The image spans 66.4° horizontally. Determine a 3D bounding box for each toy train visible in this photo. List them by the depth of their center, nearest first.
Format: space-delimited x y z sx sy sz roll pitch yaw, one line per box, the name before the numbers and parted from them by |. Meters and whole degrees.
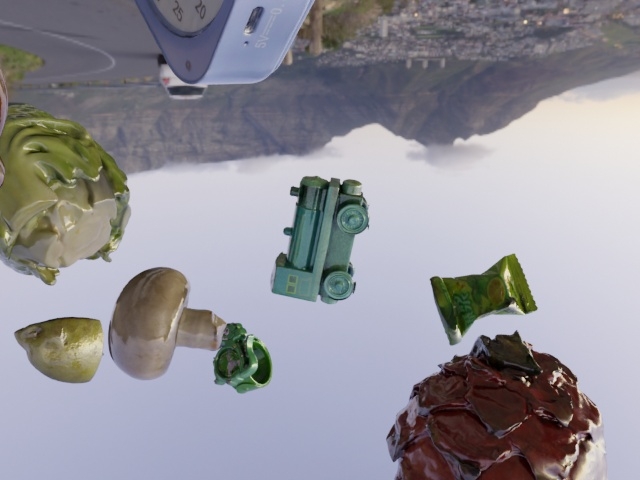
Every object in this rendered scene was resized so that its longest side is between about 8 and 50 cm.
toy train | 0.000 0.000 1.093 0.194 0.298 0.120 12 -160 1

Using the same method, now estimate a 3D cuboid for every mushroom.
mushroom | -0.266 0.149 0.867 0.204 0.204 0.204 0 -162 0

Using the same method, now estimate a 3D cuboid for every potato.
potato | -0.513 0.222 0.978 0.081 0.120 0.149 -29 157 31

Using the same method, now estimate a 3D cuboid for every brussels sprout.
brussels sprout | -0.656 -0.120 1.126 0.361 0.425 0.342 35 -113 7

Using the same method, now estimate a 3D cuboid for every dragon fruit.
dragon fruit | 0.196 0.257 0.578 0.244 0.298 0.244 31 170 6

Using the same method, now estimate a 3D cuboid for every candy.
candy | 0.355 0.124 1.070 0.246 0.149 0.069 -15 171 -15

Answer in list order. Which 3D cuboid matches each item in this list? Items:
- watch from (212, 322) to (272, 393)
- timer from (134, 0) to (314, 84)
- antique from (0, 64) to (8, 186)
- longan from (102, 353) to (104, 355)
watch | -0.187 0.296 1.242 0.131 0.165 0.152 -25 153 22
timer | -0.150 -0.431 0.628 0.173 0.394 0.395 -16 -156 -37
antique | -0.470 -0.161 0.541 0.224 0.278 0.129 -29 -126 -14
longan | -0.627 0.282 1.246 0.155 0.145 0.176 -16 163 28
